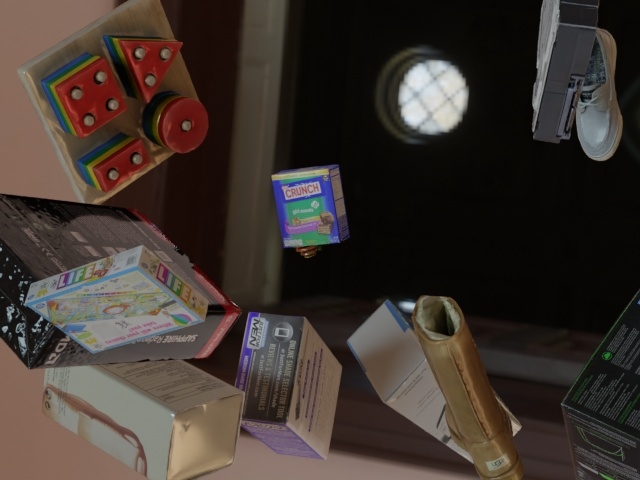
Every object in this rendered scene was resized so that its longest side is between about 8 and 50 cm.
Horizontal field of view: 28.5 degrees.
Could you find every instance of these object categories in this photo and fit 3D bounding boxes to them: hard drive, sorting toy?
[{"bbox_3d":[0.368,-0.344,1.876,0.237,0.064,0.339,91,-172,-53],"label":"hard drive"},{"bbox_3d":[-0.296,-0.211,1.955,0.255,0.089,0.257,-38,-53,-25],"label":"sorting toy"},{"bbox_3d":[0.000,0.000,2.131,0.061,0.102,0.042,-151,41,-70],"label":"sorting toy"}]

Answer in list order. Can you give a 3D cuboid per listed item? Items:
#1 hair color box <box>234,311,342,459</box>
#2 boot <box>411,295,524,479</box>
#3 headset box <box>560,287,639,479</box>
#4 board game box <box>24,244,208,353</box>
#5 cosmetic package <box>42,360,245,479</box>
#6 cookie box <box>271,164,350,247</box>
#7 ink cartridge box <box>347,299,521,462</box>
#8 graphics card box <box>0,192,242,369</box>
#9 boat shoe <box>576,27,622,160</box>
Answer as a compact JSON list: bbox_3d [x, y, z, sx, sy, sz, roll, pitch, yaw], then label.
[{"bbox_3d":[-0.054,0.261,2.207,0.339,0.110,0.185,63,-145,-68],"label":"hair color box"},{"bbox_3d":[0.197,0.186,1.771,0.270,0.089,0.236,65,177,-25],"label":"boot"},{"bbox_3d":[0.485,0.251,1.861,0.246,0.131,0.283,-50,-37,-23],"label":"headset box"},{"bbox_3d":[-0.204,0.062,1.263,0.103,0.154,0.026,45,-140,-38],"label":"board game box"},{"bbox_3d":[-0.276,0.249,1.932,0.153,0.296,0.129,-9,-66,-47],"label":"cosmetic package"},{"bbox_3d":[-0.014,-0.049,1.791,0.040,0.091,0.107,-29,-69,-64],"label":"cookie box"},{"bbox_3d":[0.227,0.287,2.516,0.129,0.223,0.307,-47,-57,8],"label":"ink cartridge box"},{"bbox_3d":[-0.286,0.048,1.565,0.094,0.233,0.371,-53,-23,14],"label":"graphics card box"},{"bbox_3d":[0.458,-0.250,2.130,0.081,0.079,0.228,9,-101,-55],"label":"boat shoe"}]
